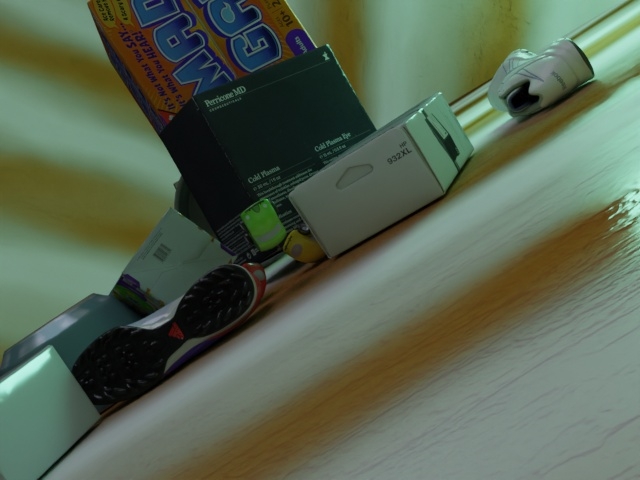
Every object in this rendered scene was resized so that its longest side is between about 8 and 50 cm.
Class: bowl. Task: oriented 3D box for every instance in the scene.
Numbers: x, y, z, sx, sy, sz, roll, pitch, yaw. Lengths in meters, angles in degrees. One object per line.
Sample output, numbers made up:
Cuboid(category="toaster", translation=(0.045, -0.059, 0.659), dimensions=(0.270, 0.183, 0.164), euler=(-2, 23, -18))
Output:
Cuboid(category="bowl", translation=(-0.413, 0.204, 1.502), dimensions=(0.311, 0.163, 0.311), euler=(-34, 5, 4))

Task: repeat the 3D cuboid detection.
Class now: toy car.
Cuboid(category="toy car", translation=(-0.076, 0.014, 1.396), dimensions=(0.239, 0.053, 0.225), euler=(-34, -27, -9))

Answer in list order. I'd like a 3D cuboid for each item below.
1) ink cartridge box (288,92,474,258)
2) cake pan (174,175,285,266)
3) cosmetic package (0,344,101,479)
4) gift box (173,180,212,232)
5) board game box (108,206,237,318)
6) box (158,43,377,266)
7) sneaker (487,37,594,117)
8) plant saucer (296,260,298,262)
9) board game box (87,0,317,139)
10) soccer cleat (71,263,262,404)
Cuboid(category="ink cartridge box", translation=(0.111, -0.114, 1.466), dimensions=(0.223, 0.129, 0.307), euler=(-30, 6, 24))
Cuboid(category="cake pan", translation=(-0.172, -0.077, 1.951), dimensions=(0.293, 0.293, 0.054), euler=(-33, -6, 3))
Cuboid(category="cosmetic package", translation=(-0.463, 0.283, 1.212), dimensions=(0.225, 0.138, 0.224), euler=(-32, 5, 20))
Cuboid(category="gift box", translation=(-0.171, -0.098, 2.115), dimensions=(0.258, 0.255, 0.276), euler=(-26, 4, 4))
Cuboid(category="board game box", translation=(-0.269, 0.072, 1.560), dimensions=(0.144, 0.142, 0.275), euler=(-57, 9, -22))
Cuboid(category="box", translation=(-0.069, -0.158, 1.694), dimensions=(0.343, 0.312, 0.179), euler=(-28, -1, -35))
Cuboid(category="sneaker", translation=(0.366, -0.280, 1.613), dimensions=(0.129, 0.111, 0.297), euler=(-40, 6, -11))
Cuboid(category="plant saucer", translation=(0.000, 0.000, 1.654), dimensions=(0.119, 0.021, 0.119), euler=(-33, 6, 4))
Cuboid(category="board game box", translation=(-0.254, -0.411, 2.004), dimensions=(0.356, 0.356, 0.356), euler=(-33, -4, -10))
Cuboid(category="soccer cleat", translation=(-0.224, 0.148, 1.332), dimensions=(0.318, 0.108, 0.116), euler=(-34, -14, 3))
